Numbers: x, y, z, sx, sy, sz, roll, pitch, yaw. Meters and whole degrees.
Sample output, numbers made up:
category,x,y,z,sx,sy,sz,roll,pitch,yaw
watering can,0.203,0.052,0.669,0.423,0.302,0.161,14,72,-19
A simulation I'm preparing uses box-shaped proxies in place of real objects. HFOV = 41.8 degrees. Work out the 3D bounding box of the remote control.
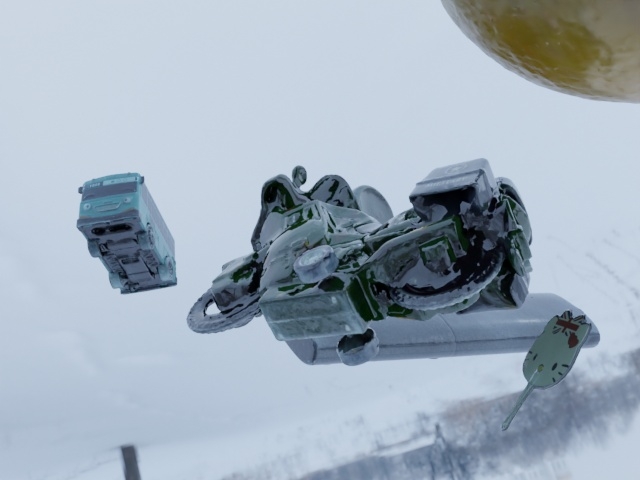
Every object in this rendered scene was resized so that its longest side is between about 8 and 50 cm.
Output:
category,x,y,z,sx,sy,sz,roll,pitch,yaw
remote control,0.135,0.092,0.915,0.378,0.044,0.107,1,-159,-29

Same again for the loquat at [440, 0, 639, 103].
category,x,y,z,sx,sy,sz,roll,pitch,yaw
loquat,0.207,-0.213,0.512,0.275,0.274,0.275,-16,166,-4

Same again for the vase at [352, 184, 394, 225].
category,x,y,z,sx,sy,sz,roll,pitch,yaw
vase,0.000,0.000,1.205,0.214,0.086,0.086,-27,163,36

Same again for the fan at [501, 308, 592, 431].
category,x,y,z,sx,sy,sz,roll,pitch,yaw
fan,0.129,0.077,0.493,0.083,0.004,0.056,-56,-171,-1

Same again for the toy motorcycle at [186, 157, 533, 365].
category,x,y,z,sx,sy,sz,roll,pitch,yaw
toy motorcycle,0.035,0.007,0.638,0.275,0.124,0.187,-8,-152,34

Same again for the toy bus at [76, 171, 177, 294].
category,x,y,z,sx,sy,sz,roll,pitch,yaw
toy bus,-0.229,-0.009,1.005,0.079,0.091,0.160,-10,147,3
